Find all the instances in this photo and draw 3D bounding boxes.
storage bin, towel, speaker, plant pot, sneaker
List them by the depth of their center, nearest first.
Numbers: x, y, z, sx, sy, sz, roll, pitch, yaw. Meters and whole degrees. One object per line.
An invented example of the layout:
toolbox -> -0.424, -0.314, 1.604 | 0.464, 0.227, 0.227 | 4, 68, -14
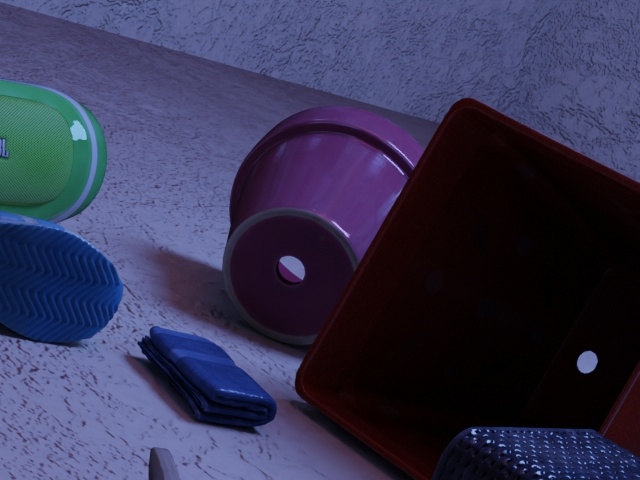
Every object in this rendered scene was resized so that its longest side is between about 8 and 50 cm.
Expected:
storage bin -> 0.139, 0.187, 1.102 | 0.084, 0.122, 0.180 | 30, 13, 36
sneaker -> -0.251, 0.008, 1.305 | 0.228, 0.087, 0.092 | 19, 9, -26
towel -> -0.084, 0.102, 1.328 | 0.067, 0.029, 0.119 | 15, 12, -34
plant pot -> 0.192, 0.089, 1.397 | 0.267, 0.267, 0.235 | 32, 2, 41
speaker -> -0.306, -0.076, 1.463 | 0.131, 0.131, 0.296 | 28, 13, 29
plant pot -> 0.000, 0.000, 1.612 | 0.201, 0.201, 0.180 | 23, 27, 6

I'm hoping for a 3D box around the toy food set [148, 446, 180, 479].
toy food set -> 0.082, 0.181, 0.801 | 0.306, 0.092, 0.220 | 11, 28, -25
